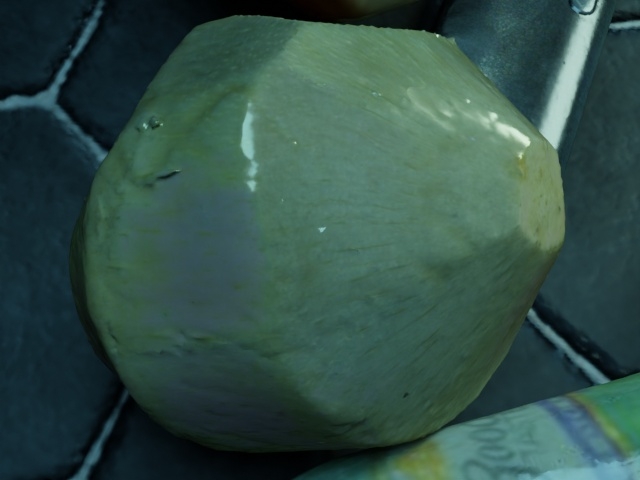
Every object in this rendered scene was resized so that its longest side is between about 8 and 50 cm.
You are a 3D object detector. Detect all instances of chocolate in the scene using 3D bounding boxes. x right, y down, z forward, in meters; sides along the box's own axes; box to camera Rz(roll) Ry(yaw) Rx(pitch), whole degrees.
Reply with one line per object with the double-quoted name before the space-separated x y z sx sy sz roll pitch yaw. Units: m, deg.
"chocolate" 0.054 0.137 0.532 0.291 0.110 0.110 -12 61 -7

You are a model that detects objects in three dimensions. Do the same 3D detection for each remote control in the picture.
"remote control" 0.148 -0.177 0.753 0.107 0.044 0.377 21 61 4

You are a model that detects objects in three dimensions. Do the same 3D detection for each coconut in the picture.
"coconut" 0.000 0.000 0.524 0.237 0.237 0.197 0 82 -4

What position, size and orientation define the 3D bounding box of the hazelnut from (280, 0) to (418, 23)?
"hazelnut" -0.002 -0.263 0.671 0.241 0.261 0.261 18 54 -30
